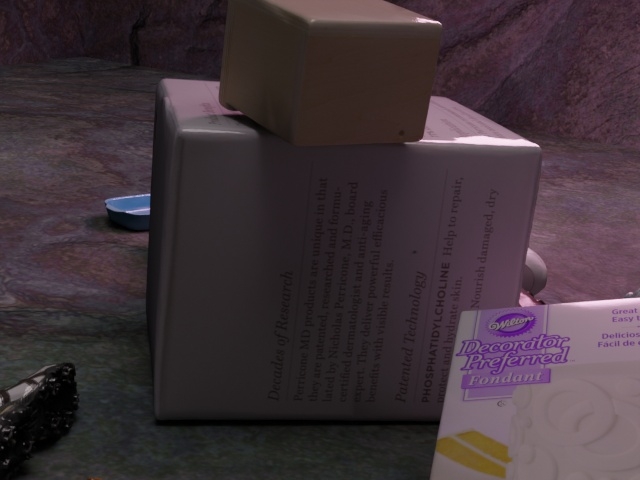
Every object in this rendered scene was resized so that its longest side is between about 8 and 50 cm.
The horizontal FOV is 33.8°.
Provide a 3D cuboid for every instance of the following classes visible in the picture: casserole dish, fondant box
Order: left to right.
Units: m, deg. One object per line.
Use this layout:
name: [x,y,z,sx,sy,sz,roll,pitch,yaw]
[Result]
casserole dish: [-0.289,-0.051,1.846,0.188,0.036,0.114,-10,22,-43]
fondant box: [0.223,0.176,0.885,0.238,0.096,0.330,-6,27,17]

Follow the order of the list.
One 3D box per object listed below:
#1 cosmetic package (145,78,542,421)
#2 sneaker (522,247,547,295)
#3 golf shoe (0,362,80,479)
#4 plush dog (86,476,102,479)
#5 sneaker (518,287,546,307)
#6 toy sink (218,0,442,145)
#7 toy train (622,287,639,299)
cosmetic package: [0.000,0.000,1.257,0.394,0.327,0.329,2,17,-12]
sneaker: [0.175,0.059,1.547,0.305,0.114,0.152,5,30,13]
golf shoe: [-0.306,0.167,1.040,0.094,0.077,0.198,2,10,12]
plush dog: [-0.128,0.253,0.668,0.263,0.210,0.225,15,-7,25]
sneaker: [0.289,0.124,1.361,0.163,0.106,0.281,6,26,-15]
toy sink: [-0.011,-0.187,1.085,0.153,0.131,0.234,-6,26,-32]
toy train: [0.424,0.133,1.188,0.334,0.190,0.142,-13,41,-40]
